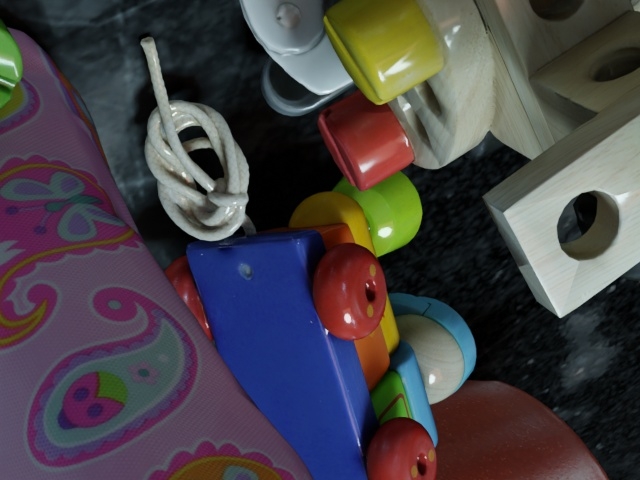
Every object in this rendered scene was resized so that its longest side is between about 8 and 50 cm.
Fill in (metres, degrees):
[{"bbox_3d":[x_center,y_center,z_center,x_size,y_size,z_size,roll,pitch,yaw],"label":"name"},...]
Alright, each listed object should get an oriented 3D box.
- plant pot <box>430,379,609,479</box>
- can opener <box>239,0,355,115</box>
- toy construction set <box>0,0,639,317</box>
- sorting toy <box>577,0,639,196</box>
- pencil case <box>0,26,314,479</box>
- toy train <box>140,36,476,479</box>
[{"bbox_3d":[0.020,0.208,0.916,0.265,0.272,0.272,-19,145,-38],"label":"plant pot"},{"bbox_3d":[0.087,-0.151,0.684,0.280,0.074,0.093,-31,-178,-4],"label":"can opener"},{"bbox_3d":[0.017,-0.090,0.483,0.309,0.237,0.257,-10,120,-19],"label":"toy construction set"},{"bbox_3d":[0.214,-0.118,0.850,0.229,0.041,0.307,-38,148,4],"label":"sorting toy"},{"bbox_3d":[-0.091,0.049,0.561,0.124,0.284,0.124,-21,142,-17],"label":"pencil case"},{"bbox_3d":[0.000,0.000,0.760,0.143,0.105,0.248,-42,121,-52],"label":"toy train"}]
